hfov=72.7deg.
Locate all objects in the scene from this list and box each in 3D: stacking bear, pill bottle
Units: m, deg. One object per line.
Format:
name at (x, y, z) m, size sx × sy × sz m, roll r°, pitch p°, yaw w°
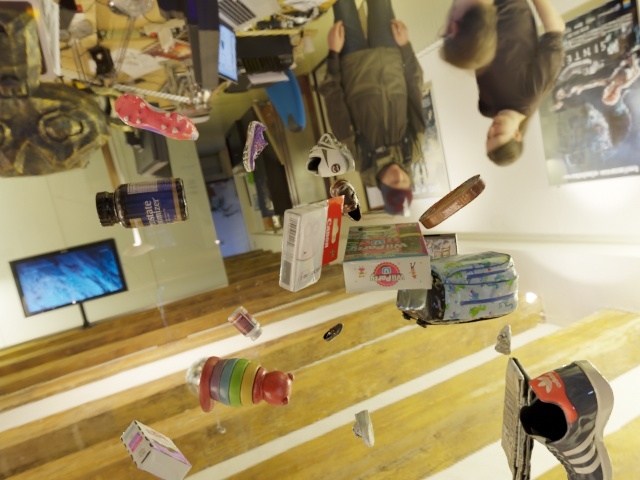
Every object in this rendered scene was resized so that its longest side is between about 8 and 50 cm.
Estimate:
stacking bear at (-0.233, 0.473, 1.427) m, size 0.288 × 0.164 × 0.176 m, roll 4°, pitch -136°, yaw 9°
pill bottle at (-0.326, 0.368, 1.913) m, size 0.086 × 0.152 × 0.086 m, roll -43°, pitch -174°, yaw 6°
pill bottle at (-0.475, -0.097, 1.170) m, size 0.218 × 0.123 × 0.123 m, roll -9°, pitch -174°, yaw -14°

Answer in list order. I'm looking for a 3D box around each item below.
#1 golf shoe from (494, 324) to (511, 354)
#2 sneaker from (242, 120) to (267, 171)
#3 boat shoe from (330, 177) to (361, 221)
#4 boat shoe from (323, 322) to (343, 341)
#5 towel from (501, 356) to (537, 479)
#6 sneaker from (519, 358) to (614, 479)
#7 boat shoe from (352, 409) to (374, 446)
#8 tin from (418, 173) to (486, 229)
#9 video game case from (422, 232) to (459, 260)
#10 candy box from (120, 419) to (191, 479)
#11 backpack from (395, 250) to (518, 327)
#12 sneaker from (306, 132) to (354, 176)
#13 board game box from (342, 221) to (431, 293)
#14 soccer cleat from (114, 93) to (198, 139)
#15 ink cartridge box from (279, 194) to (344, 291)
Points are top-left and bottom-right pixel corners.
golf shoe at (0.779, 0.420, 1.830) m, size 0.069 × 0.176 × 0.086 m, roll 17°, pitch -121°, yaw 25°
sneaker at (-0.215, -0.311, 1.451) m, size 0.071 × 0.170 × 0.068 m, roll 11°, pitch 179°, yaw -22°
boat shoe at (0.090, -0.123, 1.368) m, size 0.073 × 0.073 × 0.207 m, roll -37°, pitch 153°, yaw 3°
boat shoe at (0.065, 0.461, 2.191) m, size 0.133 × 0.042 × 0.049 m, roll -48°, pitch -146°, yaw 24°
towel at (0.586, 0.539, 1.312) m, size 0.056 × 0.313 × 0.324 m, roll 6°, pitch -179°, yaw 14°
sneaker at (0.488, 0.400, 0.887) m, size 0.147 × 0.351 × 0.131 m, roll -14°, pitch -160°, yaw 2°
boat shoe at (0.173, 0.784, 1.805) m, size 0.081 × 0.080 × 0.227 m, roll -18°, pitch -174°, yaw 5°
tin at (0.333, -0.095, 1.102) m, size 0.189 × 0.040 × 0.106 m, roll -39°, pitch -179°, yaw 28°
video game case at (0.466, 0.100, 1.861) m, size 0.247 × 0.275 × 0.035 m, roll -2°, pitch -151°, yaw 25°
candy box at (-0.529, 0.678, 1.395) m, size 0.196 × 0.165 × 0.070 m, roll 10°, pitch -121°, yaw 50°
backpack at (0.460, 0.153, 1.398) m, size 0.354 × 0.274 × 0.290 m, roll 10°, pitch 177°, yaw -9°
sneaker at (0.005, -0.309, 1.597) m, size 0.146 × 0.123 × 0.330 m, roll -21°, pitch -157°, yaw -5°
board game box at (0.188, 0.040, 1.243) m, size 0.223 × 0.098 × 0.303 m, roll -4°, pitch -160°, yaw 9°
soccer cleat at (-0.449, -0.328, 1.185) m, size 0.247 × 0.083 × 0.095 m, roll 21°, pitch 177°, yaw 16°
ink cartridge box at (0.000, 0.000, 1.052) m, size 0.066 × 0.189 × 0.232 m, roll 22°, pitch -154°, yaw 37°
